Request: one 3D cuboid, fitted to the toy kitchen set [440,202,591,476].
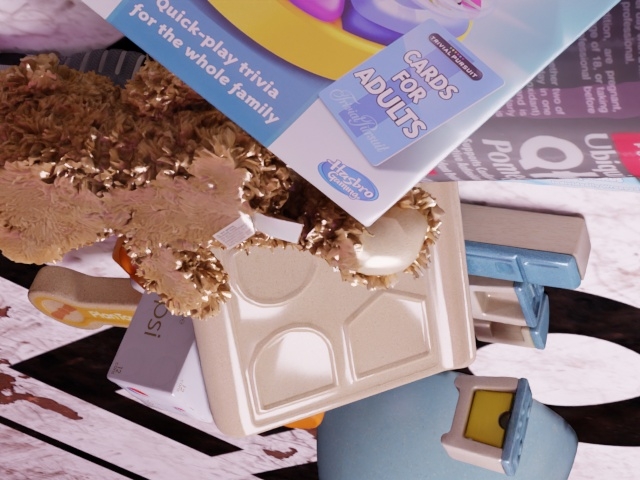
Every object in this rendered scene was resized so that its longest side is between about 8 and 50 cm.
[{"bbox_3d":[0.165,0.092,1.545,0.122,0.166,0.207,7,156,20],"label":"toy kitchen set"}]

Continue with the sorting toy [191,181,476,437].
[{"bbox_3d":[0.000,0.000,1.441,0.229,0.041,0.307,-15,120,-11],"label":"sorting toy"}]

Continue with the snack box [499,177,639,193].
[{"bbox_3d":[0.236,-0.096,1.210,0.322,0.060,0.187,6,154,23],"label":"snack box"}]

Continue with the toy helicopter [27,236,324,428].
[{"bbox_3d":[-0.151,0.058,1.721,0.355,0.140,0.235,3,153,36],"label":"toy helicopter"}]

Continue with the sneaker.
[{"bbox_3d":[-0.169,-0.094,1.466,0.229,0.086,0.132,13,164,34],"label":"sneaker"}]

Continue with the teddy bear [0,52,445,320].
[{"bbox_3d":[-0.074,-0.055,1.299,0.338,0.113,0.245,-10,129,19],"label":"teddy bear"}]

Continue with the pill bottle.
[{"bbox_3d":[0.165,-0.123,1.039,0.318,0.176,0.176,-1,152,25],"label":"pill bottle"}]

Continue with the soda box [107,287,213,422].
[{"bbox_3d":[-0.094,0.039,1.520,0.074,0.216,0.069,11,160,33],"label":"soda box"}]

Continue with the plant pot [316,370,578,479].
[{"bbox_3d":[0.120,0.280,1.963,0.290,0.195,0.290,13,156,6],"label":"plant pot"}]

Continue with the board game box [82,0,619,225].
[{"bbox_3d":[0.036,-0.192,0.871,0.254,0.079,0.336,38,128,-13],"label":"board game box"}]
